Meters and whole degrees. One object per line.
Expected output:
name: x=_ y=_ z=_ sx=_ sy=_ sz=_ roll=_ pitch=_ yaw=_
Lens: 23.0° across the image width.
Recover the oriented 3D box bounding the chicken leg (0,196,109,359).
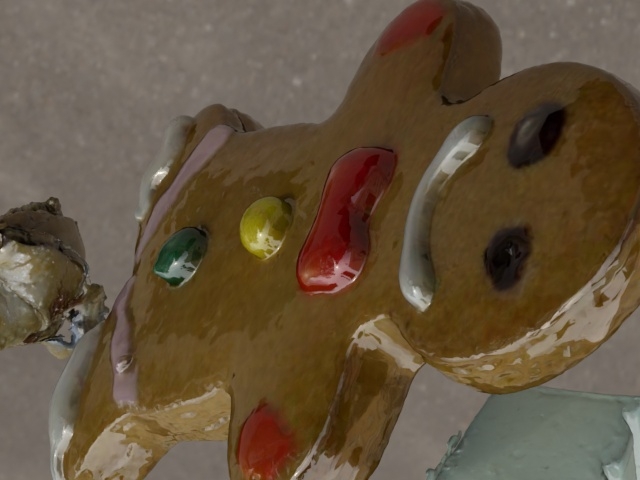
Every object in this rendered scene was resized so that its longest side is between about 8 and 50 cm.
chicken leg: x=-0.220 y=0.044 z=1.064 sx=0.080 sy=0.196 sz=0.125 roll=5 pitch=111 yaw=31

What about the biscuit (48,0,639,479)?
biscuit: x=-0.001 y=0.000 z=0.781 sx=0.064 sy=0.283 sz=0.432 roll=30 pitch=159 yaw=-29

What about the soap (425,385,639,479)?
soap: x=0.127 y=0.203 z=0.837 sx=0.094 sy=0.150 sz=0.261 roll=4 pitch=125 yaw=27
